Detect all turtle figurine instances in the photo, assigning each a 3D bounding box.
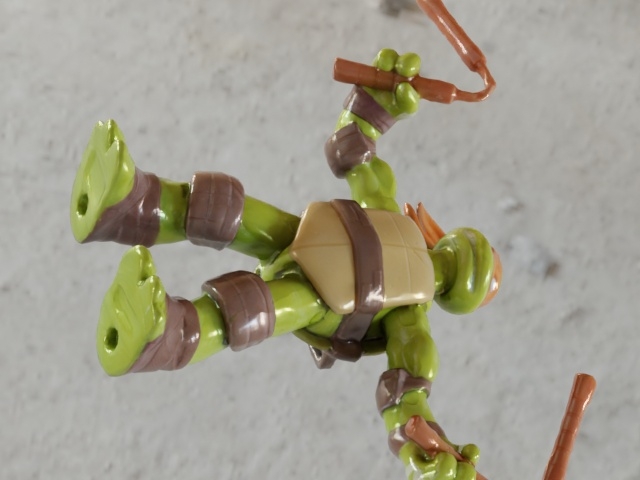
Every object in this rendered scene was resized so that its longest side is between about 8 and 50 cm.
[{"bbox_3d":[0.000,0.000,0.779,0.217,0.087,0.270,5,65,-30],"label":"turtle figurine"}]
